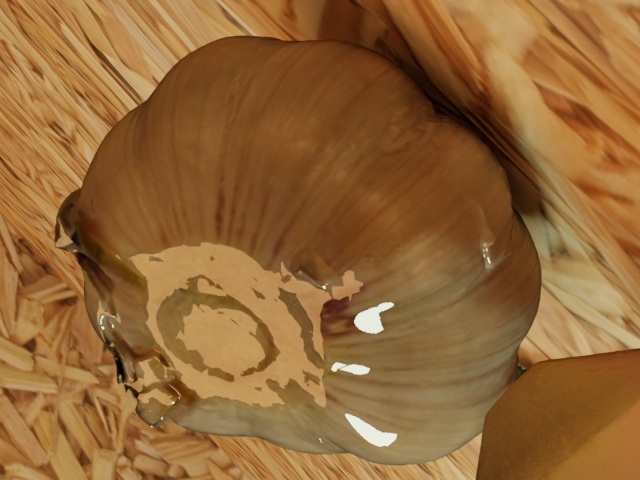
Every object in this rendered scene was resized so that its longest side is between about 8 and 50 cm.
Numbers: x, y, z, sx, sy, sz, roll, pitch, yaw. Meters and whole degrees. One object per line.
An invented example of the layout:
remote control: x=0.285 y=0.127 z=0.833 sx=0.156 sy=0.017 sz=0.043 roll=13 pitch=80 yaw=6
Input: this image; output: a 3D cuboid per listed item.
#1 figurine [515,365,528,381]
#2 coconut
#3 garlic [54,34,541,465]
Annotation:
figurine: x=0.169 y=0.131 z=1.476 sx=0.106 sy=0.047 sz=0.060 roll=33 pitch=152 yaw=54
coconut: x=0.194 y=0.172 z=1.087 sx=0.259 sy=0.259 sz=0.259 roll=45 pitch=167 yaw=13
garlic: x=-0.006 y=0.008 z=1.247 sx=0.321 sy=0.241 sz=0.322 roll=7 pitch=145 yaw=5
